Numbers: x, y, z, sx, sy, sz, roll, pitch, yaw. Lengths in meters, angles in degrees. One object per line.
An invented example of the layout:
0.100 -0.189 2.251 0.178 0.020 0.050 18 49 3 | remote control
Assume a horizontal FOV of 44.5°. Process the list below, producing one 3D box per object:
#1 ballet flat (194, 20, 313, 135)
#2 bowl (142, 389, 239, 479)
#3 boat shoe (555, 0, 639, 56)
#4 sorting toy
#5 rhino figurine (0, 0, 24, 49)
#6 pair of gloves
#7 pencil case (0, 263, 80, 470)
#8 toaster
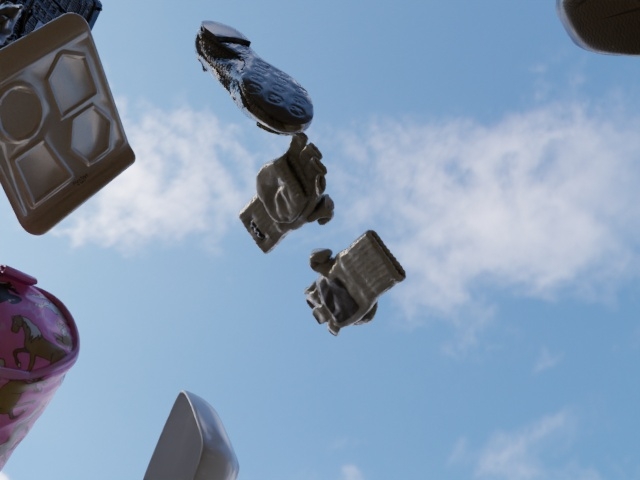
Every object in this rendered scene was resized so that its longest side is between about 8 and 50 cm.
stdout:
-0.084 -0.177 0.889 0.250 0.084 0.058 50 -53 41 | ballet flat
-0.129 0.235 0.777 0.053 0.142 0.142 20 -82 -24 | bowl
0.373 -0.261 0.716 0.355 0.130 0.132 -24 -81 -3 | boat shoe
-0.323 -0.140 0.938 0.038 0.193 0.208 10 -49 31 | sorting toy
-0.444 -0.221 0.956 0.243 0.106 0.073 -25 -56 23 | rhino figurine
0.000 0.000 1.002 0.240 0.042 0.204 51 -37 13 | pair of gloves
-0.412 0.207 0.867 0.167 0.160 0.386 45 -66 14 | pencil case
-0.420 -0.325 1.111 0.110 0.186 0.168 12 -106 21 | toaster
